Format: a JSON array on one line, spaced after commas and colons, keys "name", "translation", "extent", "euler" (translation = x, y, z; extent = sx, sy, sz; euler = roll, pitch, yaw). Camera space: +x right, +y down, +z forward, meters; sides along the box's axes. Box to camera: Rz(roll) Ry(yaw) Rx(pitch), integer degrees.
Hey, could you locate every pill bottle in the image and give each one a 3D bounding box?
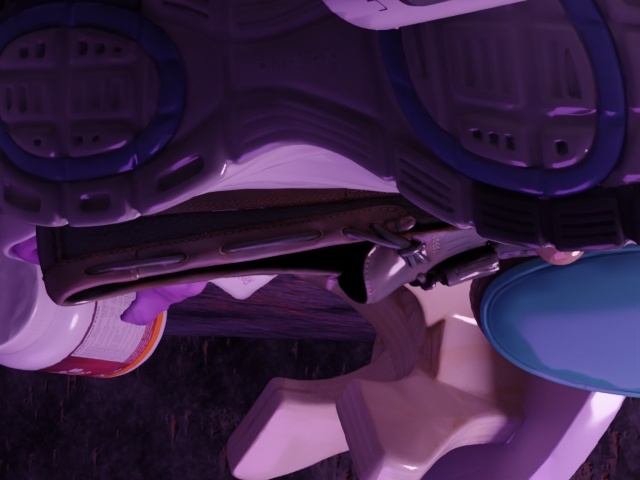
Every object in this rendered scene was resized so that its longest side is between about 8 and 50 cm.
[{"name": "pill bottle", "translation": [-0.228, 0.052, 1.474], "extent": [0.121, 0.121, 0.221], "euler": [1, 173, 21]}]

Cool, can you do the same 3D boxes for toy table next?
[{"name": "toy table", "translation": [0.069, 0.069, 1.093], "extent": [0.161, 0.274, 0.252], "euler": [18, -160, -28]}]

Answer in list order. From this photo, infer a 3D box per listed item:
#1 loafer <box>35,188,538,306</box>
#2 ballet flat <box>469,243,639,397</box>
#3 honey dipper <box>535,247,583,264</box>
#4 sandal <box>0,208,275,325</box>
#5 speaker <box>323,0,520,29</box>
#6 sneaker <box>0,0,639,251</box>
[{"name": "loafer", "translation": [0.000, 0.000, 0.812], "extent": [0.267, 0.084, 0.096], "euler": [3, 158, -5]}, {"name": "ballet flat", "translation": [0.252, 0.013, 0.875], "extent": [0.348, 0.123, 0.123], "euler": [-4, 171, 26]}, {"name": "honey dipper", "translation": [0.118, -0.033, 0.599], "extent": [0.030, 0.030, 0.161], "euler": [-3, -156, 44]}, {"name": "sandal", "translation": [-0.090, 0.001, 1.032], "extent": [0.169, 0.102, 0.416], "euler": [3, 172, -19]}, {"name": "speaker", "translation": [0.055, -0.086, 0.416], "extent": [0.055, 0.055, 0.136], "euler": [8, 172, -39]}, {"name": "sneaker", "translation": [0.029, -0.061, 0.562], "extent": [0.297, 0.111, 0.129], "euler": [4, -170, 26]}]
